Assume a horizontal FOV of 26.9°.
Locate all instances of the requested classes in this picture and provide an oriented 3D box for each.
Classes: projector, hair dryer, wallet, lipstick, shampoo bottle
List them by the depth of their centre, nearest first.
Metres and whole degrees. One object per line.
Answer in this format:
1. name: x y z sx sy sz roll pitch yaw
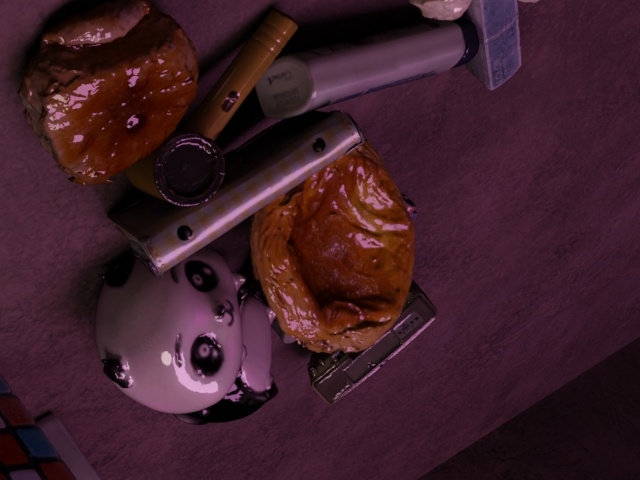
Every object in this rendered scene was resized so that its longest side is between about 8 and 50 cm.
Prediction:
1. hair dryer: -0.128 -0.168 1.649 0.090 0.135 0.279 40 80 -25
2. wallet: -0.112 -0.071 1.725 0.309 0.077 0.223 -33 -165 -12
3. shampoo bottle: 0.064 -0.236 1.808 0.134 0.078 0.359 -14 -174 46
4. lipstick: 0.246 -0.320 1.968 0.077 0.076 0.290 -42 157 -6
5. hair dryer: 0.152 -0.048 2.371 0.063 0.037 0.114 -51 162 20
6. projector: 0.090 0.181 2.532 0.269 0.088 0.193 -40 -171 3

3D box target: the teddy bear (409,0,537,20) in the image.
1. teddy bear: 0.314 -0.395 1.660 0.327 0.375 0.362 -7 159 39

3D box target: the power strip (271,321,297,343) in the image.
1. power strip: 0.025 0.112 2.424 0.265 0.059 0.193 -25 152 -33

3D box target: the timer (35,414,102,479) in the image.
1. timer: -0.446 0.424 2.095 0.195 0.192 0.194 -31 155 -22

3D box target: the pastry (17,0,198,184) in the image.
1. pastry: -0.238 -0.162 1.489 0.218 0.100 0.229 -13 144 -46

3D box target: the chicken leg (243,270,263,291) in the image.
1. chicken leg: -0.036 0.076 2.121 0.125 0.196 0.080 -29 128 -36

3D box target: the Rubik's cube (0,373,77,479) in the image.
1. Rubik's cube: -0.515 0.331 1.747 0.259 0.256 0.253 -47 156 15

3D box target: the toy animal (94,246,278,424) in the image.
1. toy animal: -0.201 0.142 1.926 0.251 0.251 0.310 -42 149 5

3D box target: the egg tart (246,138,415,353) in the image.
1. egg tart: 0.000 0.000 1.987 0.150 0.352 0.352 -3 -175 41
